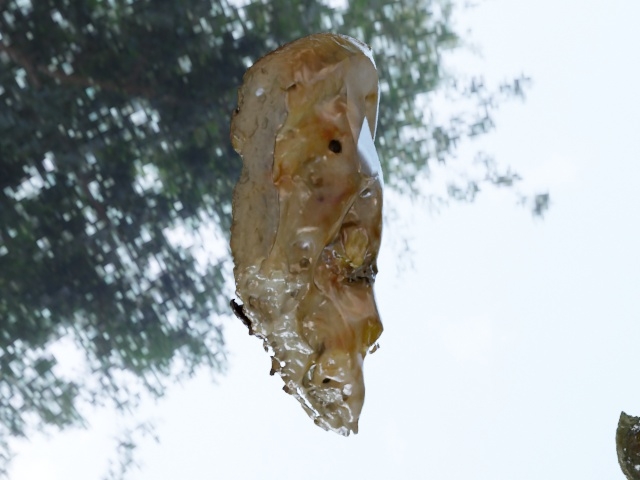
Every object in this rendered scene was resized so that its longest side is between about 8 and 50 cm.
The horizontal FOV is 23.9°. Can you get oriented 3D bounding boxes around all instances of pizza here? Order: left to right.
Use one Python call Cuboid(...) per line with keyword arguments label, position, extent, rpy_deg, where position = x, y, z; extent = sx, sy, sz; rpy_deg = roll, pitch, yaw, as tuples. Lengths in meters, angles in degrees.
Cuboid(label="pizza", position=(-0.001, 0.000, 1.072), extent=(0.071, 0.189, 0.296), rpy_deg=(3, -85, 23))

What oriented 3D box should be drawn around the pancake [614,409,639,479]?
Cuboid(label="pancake", position=(0.297, 0.172, 1.177), extent=(0.130, 0.116, 0.022), rpy_deg=(-18, -161, 35))
